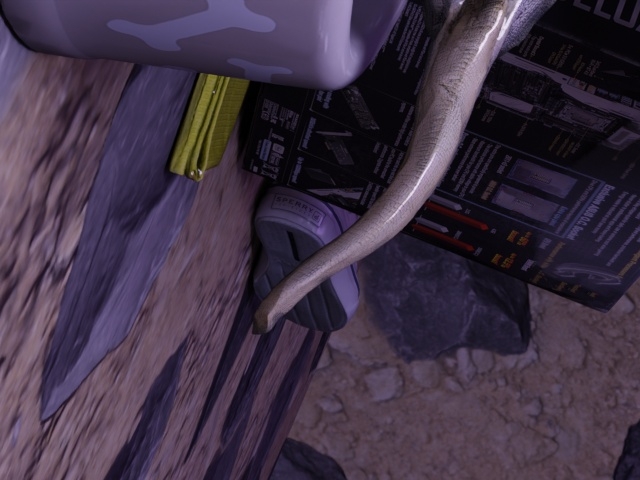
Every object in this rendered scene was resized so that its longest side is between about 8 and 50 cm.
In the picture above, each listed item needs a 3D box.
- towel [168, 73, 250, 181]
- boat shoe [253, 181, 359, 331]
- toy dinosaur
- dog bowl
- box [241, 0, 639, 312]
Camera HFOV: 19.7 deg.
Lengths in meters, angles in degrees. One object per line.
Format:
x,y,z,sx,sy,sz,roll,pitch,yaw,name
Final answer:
-0.020,-0.144,0.919,0.102,0.021,0.237,-37,148,-79,towel
0.000,0.000,1.355,0.226,0.083,0.075,96,17,-69,boat shoe
0.057,-0.093,0.584,0.268,0.064,0.118,-61,178,-36,toy dinosaur
0.015,-0.206,0.582,0.349,0.102,0.348,21,90,-86,dog bowl
0.093,-0.079,0.985,0.307,0.242,0.076,109,2,-69,box
